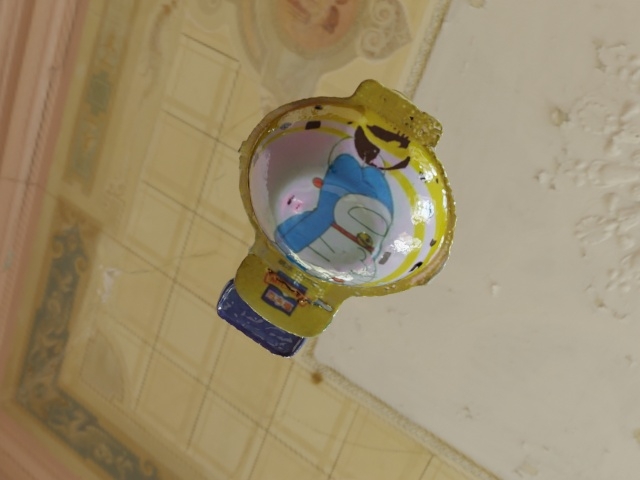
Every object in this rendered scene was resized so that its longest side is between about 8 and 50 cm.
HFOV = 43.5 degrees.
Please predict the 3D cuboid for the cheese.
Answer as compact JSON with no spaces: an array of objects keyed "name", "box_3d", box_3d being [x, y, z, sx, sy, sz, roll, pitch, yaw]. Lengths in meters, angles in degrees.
[{"name":"cheese","box_3d":[0.000,0.000,0.550,0.156,0.064,0.250,33,-48,0]}]
